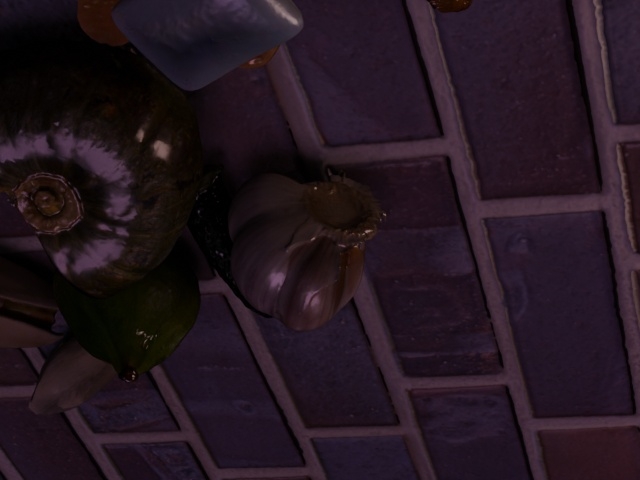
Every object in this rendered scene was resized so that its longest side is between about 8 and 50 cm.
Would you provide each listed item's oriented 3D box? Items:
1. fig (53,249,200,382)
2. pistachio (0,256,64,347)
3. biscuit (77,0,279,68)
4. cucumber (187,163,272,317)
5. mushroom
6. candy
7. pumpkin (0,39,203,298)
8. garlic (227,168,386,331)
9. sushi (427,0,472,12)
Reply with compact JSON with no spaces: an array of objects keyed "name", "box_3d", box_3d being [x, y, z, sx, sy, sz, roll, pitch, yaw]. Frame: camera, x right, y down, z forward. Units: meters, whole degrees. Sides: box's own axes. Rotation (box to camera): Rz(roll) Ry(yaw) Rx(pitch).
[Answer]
[{"name":"fig","box_3d":[-0.266,0.112,2.038,0.203,0.235,0.203,2,141,2]},{"name":"pistachio","box_3d":[-0.461,0.084,2.134,0.223,0.126,0.152,16,175,-15]},{"name":"biscuit","box_3d":[-0.203,-0.301,1.662,0.340,0.047,0.216,10,137,0]},{"name":"cucumber","box_3d":[-0.118,0.009,2.008,0.081,0.072,0.303,-6,140,17]},{"name":"mushroom","box_3d":[-0.344,0.180,2.242,0.108,0.096,0.247,2,154,-42]},{"name":"candy","box_3d":[-0.121,-0.240,1.627,0.174,0.071,0.138,-25,127,31]},{"name":"pumpkin","box_3d":[-0.255,-0.111,1.802,0.232,0.242,0.325,-28,119,9]},{"name":"garlic","box_3d":[0.000,0.000,1.917,0.207,0.207,0.257,-9,180,21]},{"name":"sushi","box_3d":[0.126,-0.275,1.630,0.047,0.050,0.099,-13,126,34]}]
